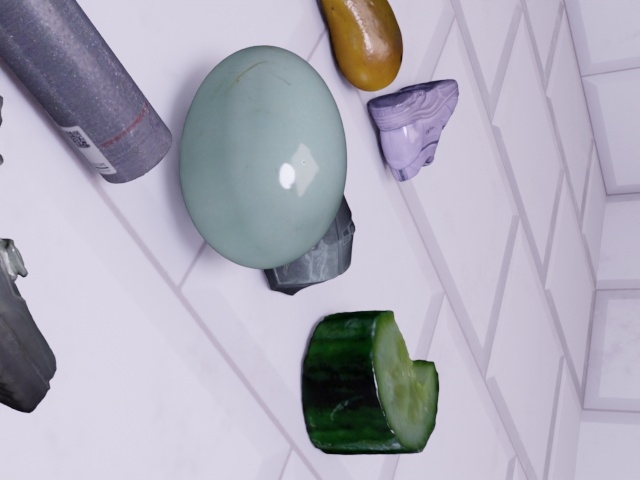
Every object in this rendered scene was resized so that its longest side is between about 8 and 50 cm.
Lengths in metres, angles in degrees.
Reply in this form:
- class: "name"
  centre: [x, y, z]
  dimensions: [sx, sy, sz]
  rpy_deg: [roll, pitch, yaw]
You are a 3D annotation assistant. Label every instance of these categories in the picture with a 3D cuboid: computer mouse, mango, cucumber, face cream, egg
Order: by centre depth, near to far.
- class: "face cream"
  centre: [-0.218, -0.164, 0.593]
  dimensions: [0.283, 0.073, 0.073]
  rpy_deg: [58, 40, -40]
- class: "egg"
  centre: [-0.057, -0.085, 0.771]
  dimensions: [0.168, 0.168, 0.231]
  rpy_deg: [26, 61, -57]
- class: "computer mouse"
  centre: [0.002, -0.002, 0.964]
  dimensions: [0.231, 0.071, 0.126]
  rpy_deg: [-22, 106, -60]
- class: "cucumber"
  centre: [0.060, 0.191, 1.003]
  dimensions: [0.191, 0.130, 0.191]
  rpy_deg: [31, 53, -54]
- class: "mango"
  centre: [0.060, -0.300, 1.089]
  dimensions: [0.115, 0.090, 0.178]
  rpy_deg: [-39, 113, -47]

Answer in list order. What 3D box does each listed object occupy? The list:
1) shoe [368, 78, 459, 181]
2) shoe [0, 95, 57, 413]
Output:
- class: "shoe"
  centre: [0.165, -0.186, 1.260]
  dimensions: [0.245, 0.095, 0.138]
  rpy_deg: [-31, 117, -54]
- class: "shoe"
  centre: [-0.240, -0.030, 0.497]
  dimensions: [0.293, 0.109, 0.149]
  rpy_deg: [60, 44, -31]
